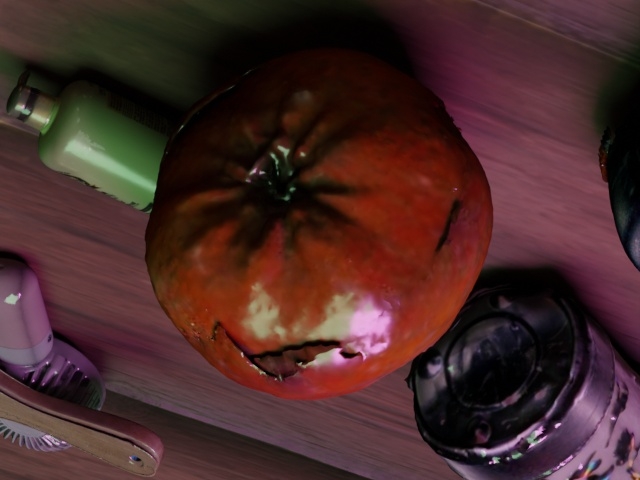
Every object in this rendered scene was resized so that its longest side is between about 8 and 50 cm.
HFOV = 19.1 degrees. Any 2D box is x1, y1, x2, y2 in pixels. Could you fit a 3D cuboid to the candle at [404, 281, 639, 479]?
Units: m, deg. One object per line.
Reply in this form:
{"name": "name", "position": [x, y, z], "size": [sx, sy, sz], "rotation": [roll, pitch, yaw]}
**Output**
{"name": "candle", "position": [0.229, 0.190, 1.743], "size": [0.187, 0.187, 0.330], "rotation": [-18, 137, 29]}

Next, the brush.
{"name": "brush", "position": [-0.306, 0.158, 1.787], "size": [0.327, 0.065, 0.070], "rotation": [20, 133, 6]}

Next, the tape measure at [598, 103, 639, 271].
{"name": "tape measure", "position": [0.324, -0.051, 1.469], "size": [0.202, 0.135, 0.223], "rotation": [2, 145, -9]}

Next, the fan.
{"name": "fan", "position": [-0.282, 0.108, 1.824], "size": [0.130, 0.074, 0.244], "rotation": [11, 138, 14]}

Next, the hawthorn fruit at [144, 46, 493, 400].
{"name": "hawthorn fruit", "position": [0.000, 0.000, 1.502], "size": [0.276, 0.276, 0.307], "rotation": [3, 166, 6]}

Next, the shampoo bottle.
{"name": "shampoo bottle", "position": [-0.180, -0.083, 1.553], "size": [0.162, 0.079, 0.079], "rotation": [25, 139, -22]}
